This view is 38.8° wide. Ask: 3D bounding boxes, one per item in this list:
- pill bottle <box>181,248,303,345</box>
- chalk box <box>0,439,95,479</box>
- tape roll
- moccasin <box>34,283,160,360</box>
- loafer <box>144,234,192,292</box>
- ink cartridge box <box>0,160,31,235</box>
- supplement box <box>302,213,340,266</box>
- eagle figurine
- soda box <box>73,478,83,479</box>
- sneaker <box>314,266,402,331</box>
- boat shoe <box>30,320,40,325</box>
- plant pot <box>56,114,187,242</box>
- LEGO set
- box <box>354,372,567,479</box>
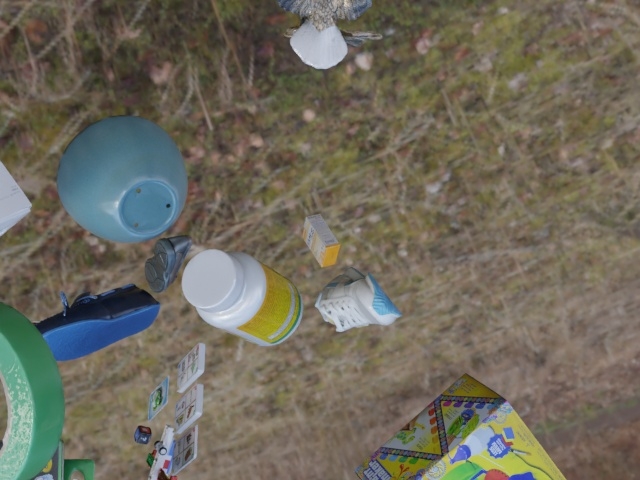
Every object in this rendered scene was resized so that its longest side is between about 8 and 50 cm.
[{"bbox_3d":[-0.117,0.083,1.358,0.118,0.117,0.208,-26,154,15],"label":"pill bottle"},{"bbox_3d":[-0.624,0.506,1.902,0.289,0.180,0.179,4,168,-17],"label":"chalk box"},{"bbox_3d":[-0.561,0.253,1.456,0.321,0.321,0.077,-29,173,24],"label":"tape roll"},{"bbox_3d":[-0.518,0.179,2.030,0.342,0.117,0.137,-10,138,-56],"label":"moccasin"},{"bbox_3d":[-0.387,0.061,2.337,0.084,0.096,0.267,-24,168,-27],"label":"loafer"},{"bbox_3d":[-0.741,-0.119,1.802,0.207,0.283,0.117,-32,-176,32],"label":"ink cartridge box"},{"bbox_3d":[0.000,0.000,1.940,0.036,0.098,0.062,-14,140,-25],"label":"supplement box"},{"bbox_3d":[0.006,-0.483,1.639,0.226,0.225,0.298,-35,150,-33],"label":"eagle figurine"},{"bbox_3d":[-0.222,0.359,1.146,0.216,0.073,0.069,3,158,27],"label":"soda box"},{"bbox_3d":[0.056,0.103,1.410,0.092,0.087,0.229,-38,-172,-8],"label":"sneaker"},{"bbox_3d":[-0.672,0.213,2.029,0.137,0.043,0.049,-9,140,1],"label":"boat shoe"},{"bbox_3d":[-0.413,-0.109,2.006,0.290,0.195,0.290,-14,121,-25],"label":"plant pot"},{"bbox_3d":[-0.216,0.287,1.349,0.060,0.182,0.244,19,138,-26],"label":"LEGO set"},{"bbox_3d":[0.270,0.451,1.626,0.279,0.290,0.177,-40,-164,-7],"label":"box"}]
